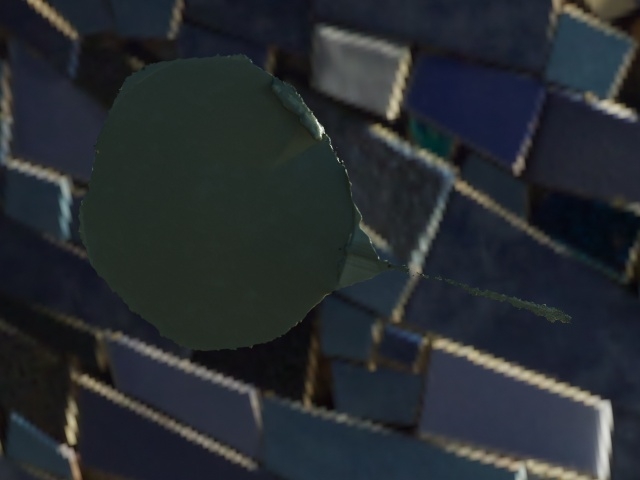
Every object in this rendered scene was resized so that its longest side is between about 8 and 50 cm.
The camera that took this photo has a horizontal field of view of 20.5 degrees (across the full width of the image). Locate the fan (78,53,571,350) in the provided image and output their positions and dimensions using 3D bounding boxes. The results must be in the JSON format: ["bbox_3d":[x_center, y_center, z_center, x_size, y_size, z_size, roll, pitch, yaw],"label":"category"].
[{"bbox_3d":[0.000,0.000,1.037,0.310,0.182,0.010,19,15,16],"label":"fan"}]
